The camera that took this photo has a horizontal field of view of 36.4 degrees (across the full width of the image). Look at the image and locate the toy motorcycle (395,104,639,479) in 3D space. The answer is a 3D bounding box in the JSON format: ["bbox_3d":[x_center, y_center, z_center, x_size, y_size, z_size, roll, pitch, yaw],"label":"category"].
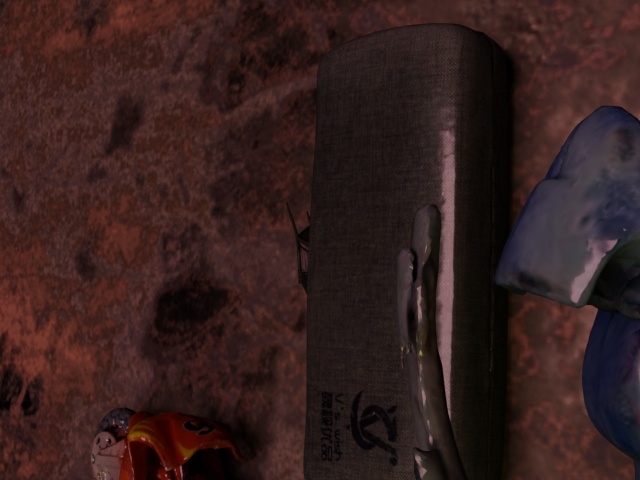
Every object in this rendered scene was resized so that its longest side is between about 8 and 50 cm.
[{"bbox_3d":[0.169,0.074,0.431,0.182,0.241,0.319,-12,88,60],"label":"toy motorcycle"}]

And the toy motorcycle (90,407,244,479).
[{"bbox_3d":[-0.106,0.245,0.755,0.171,0.089,0.298,-44,58,27],"label":"toy motorcycle"}]

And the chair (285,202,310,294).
[{"bbox_3d":[0.001,0.000,0.736,0.037,0.042,0.086,30,139,41],"label":"chair"}]

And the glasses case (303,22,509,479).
[{"bbox_3d":[0.057,0.019,0.651,0.131,0.074,0.323,-3,82,39],"label":"glasses case"}]
